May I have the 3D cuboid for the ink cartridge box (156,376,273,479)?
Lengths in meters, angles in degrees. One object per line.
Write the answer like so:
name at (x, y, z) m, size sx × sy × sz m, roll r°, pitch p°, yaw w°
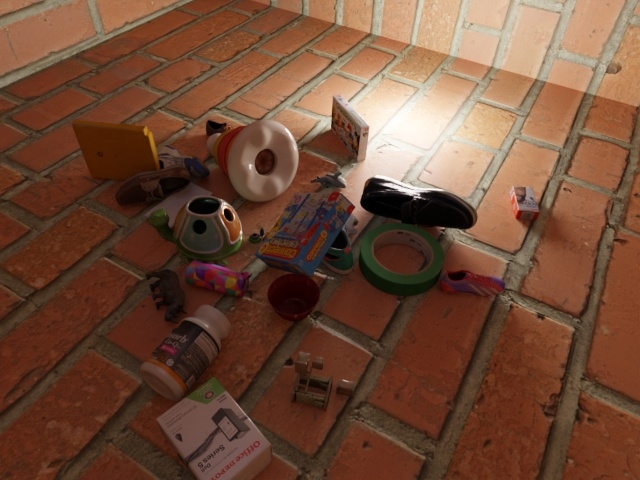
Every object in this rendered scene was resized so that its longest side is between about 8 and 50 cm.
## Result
ink cartridge box at (-0.292, 0.554, 1.366) m, size 0.198 × 0.115 × 0.273 m, roll -33°, pitch 56°, yaw -30°

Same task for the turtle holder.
turtle holder at (-0.458, -0.062, 1.878) m, size 0.320 × 0.227 × 0.243 m, roll 25°, pitch 50°, yaw 20°

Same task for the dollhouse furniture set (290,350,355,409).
dollhouse furniture set at (0.010, 0.431, 1.468) m, size 0.181 × 0.161 × 0.101 m, roll 10°, pitch 46°, yaw 8°

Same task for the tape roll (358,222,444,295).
tape roll at (0.310, 0.067, 1.898) m, size 0.321 × 0.077 × 0.321 m, roll 2°, pitch 46°, yaw -2°

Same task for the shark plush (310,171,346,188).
shark plush at (0.037, -0.270, 2.231) m, size 0.161 × 0.073 × 0.067 m, roll 4°, pitch 76°, yaw -6°

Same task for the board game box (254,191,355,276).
board game box at (-0.063, -0.032, 1.788) m, size 0.308 × 0.086 × 0.302 m, roll 7°, pitch 59°, yaw 56°

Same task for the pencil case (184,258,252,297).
pencil case at (-0.370, 0.134, 1.783) m, size 0.236 × 0.104 × 0.104 m, roll 11°, pitch 46°, yaw 9°

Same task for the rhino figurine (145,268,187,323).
rhino figurine at (-0.535, 0.196, 1.732) m, size 0.106 × 0.073 × 0.243 m, roll -20°, pitch 52°, yaw -17°

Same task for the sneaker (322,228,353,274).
sneaker at (0.000, 0.000, 1.875) m, size 0.295 × 0.178 × 0.124 m, roll 26°, pitch 50°, yaw 21°

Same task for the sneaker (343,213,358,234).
sneaker at (0.117, -0.094, 2.059) m, size 0.082 × 0.071 × 0.191 m, roll 4°, pitch 54°, yaw -8°

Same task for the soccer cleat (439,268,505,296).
soccer cleat at (0.565, 0.151, 1.815) m, size 0.248 × 0.095 × 0.083 m, roll 3°, pitch 46°, yaw 0°

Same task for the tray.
tray at (-0.598, -0.146, 2.091) m, size 0.145 × 0.030 × 0.270 m, roll 25°, pitch 50°, yaw 21°

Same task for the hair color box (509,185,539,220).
hair color box at (0.900, -0.167, 2.172) m, size 0.093 × 0.053 × 0.167 m, roll 5°, pitch 45°, yaw 3°

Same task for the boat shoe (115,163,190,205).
boat shoe at (-0.704, -0.227, 2.080) m, size 0.324 × 0.123 × 0.116 m, roll -27°, pitch 41°, yaw -15°

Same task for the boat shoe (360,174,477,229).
boat shoe at (0.390, -0.131, 2.030) m, size 0.500 × 0.187 × 0.156 m, roll 20°, pitch 53°, yaw 22°

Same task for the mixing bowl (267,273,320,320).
mixing bowl at (-0.093, 0.215, 1.717) m, size 0.181 × 0.098 × 0.181 m, roll 1°, pitch 45°, yaw -1°

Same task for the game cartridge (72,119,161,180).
game cartridge at (-0.868, -0.380, 2.127) m, size 0.323 × 0.285 × 0.053 m, roll 5°, pitch 46°, yaw 1°

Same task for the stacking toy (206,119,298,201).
stacking toy at (-0.360, -0.390, 2.215) m, size 0.350 × 0.351 × 0.480 m, roll -31°, pitch 36°, yaw -29°

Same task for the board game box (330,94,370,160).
board game box at (0.141, -0.555, 2.413) m, size 0.053 × 0.193 × 0.305 m, roll -17°, pitch 49°, yaw -19°

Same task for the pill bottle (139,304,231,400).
pill bottle at (-0.411, 0.343, 1.533) m, size 0.162 × 0.162 × 0.278 m, roll 22°, pitch 49°, yaw 18°

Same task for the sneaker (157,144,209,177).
sneaker at (-0.637, -0.326, 2.229) m, size 0.296 × 0.112 × 0.131 m, roll 22°, pitch 61°, yaw 26°

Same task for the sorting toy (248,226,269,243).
sorting toy at (-0.239, -0.021, 1.979) m, size 0.101 × 0.042 × 0.061 m, roll 2°, pitch 46°, yaw 0°

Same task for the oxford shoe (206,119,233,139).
oxford shoe at (-0.449, -0.516, 2.409) m, size 0.271 × 0.098 × 0.097 m, roll 18°, pitch 48°, yaw 15°
